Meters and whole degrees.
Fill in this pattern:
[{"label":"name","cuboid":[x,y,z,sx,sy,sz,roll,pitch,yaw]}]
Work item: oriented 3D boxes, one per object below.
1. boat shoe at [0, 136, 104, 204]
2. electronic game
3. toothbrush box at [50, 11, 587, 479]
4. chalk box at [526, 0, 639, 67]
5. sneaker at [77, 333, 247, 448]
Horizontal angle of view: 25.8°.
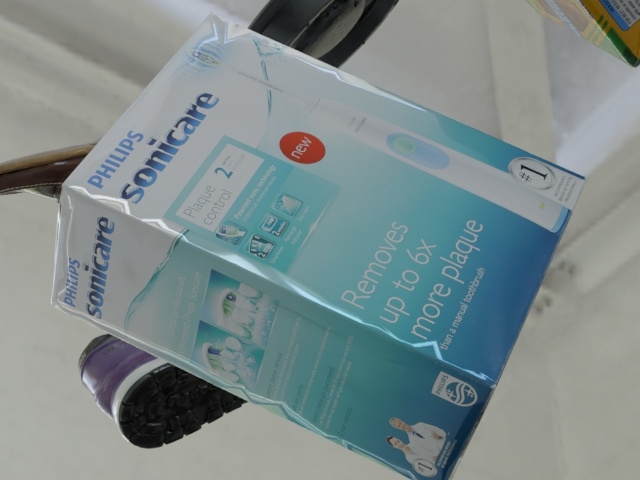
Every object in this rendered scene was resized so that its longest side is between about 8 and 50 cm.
[{"label":"boat shoe","cuboid":[-0.263,-0.071,1.524,0.207,0.073,0.073,-15,-81,-22]},{"label":"electronic game","cuboid":[0.000,-0.193,1.208,0.048,0.229,0.229,46,-49,10]},{"label":"toothbrush box","cuboid":[0.000,0.000,0.946,0.296,0.216,0.126,25,-44,9]},{"label":"chalk box","cuboid":[0.219,-0.295,1.168,0.179,0.289,0.180,-43,-67,4]},{"label":"sneaker","cuboid":[-0.086,0.089,1.297,0.283,0.124,0.107,-13,-58,-33]}]
